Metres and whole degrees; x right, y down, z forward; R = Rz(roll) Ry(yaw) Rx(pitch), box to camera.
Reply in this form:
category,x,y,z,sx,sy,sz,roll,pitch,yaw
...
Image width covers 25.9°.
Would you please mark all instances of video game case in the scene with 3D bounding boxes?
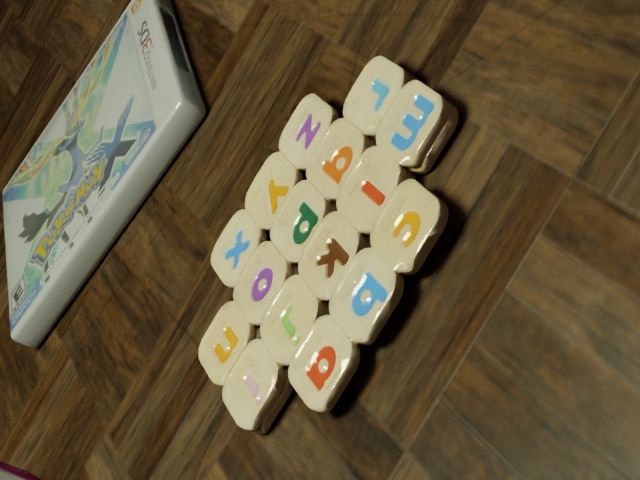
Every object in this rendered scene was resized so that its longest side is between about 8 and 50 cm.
category,x,y,z,sx,sy,sz,roll,pitch,yaw
video game case,-0.248,-0.091,1.516,0.329,0.036,0.300,-52,30,20

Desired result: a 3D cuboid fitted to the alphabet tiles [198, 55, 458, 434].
category,x,y,z,sx,sy,sz,roll,pitch,yaw
alphabet tiles,0.000,0.000,1.052,0.284,0.021,0.278,-58,29,9

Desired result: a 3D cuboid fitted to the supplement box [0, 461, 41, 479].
category,x,y,z,sx,sy,sz,roll,pitch,yaw
supplement box,-0.340,0.304,1.262,0.111,0.114,0.220,7,74,61
